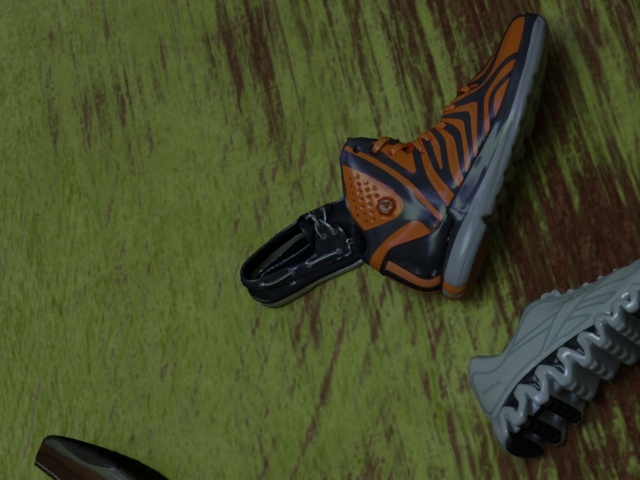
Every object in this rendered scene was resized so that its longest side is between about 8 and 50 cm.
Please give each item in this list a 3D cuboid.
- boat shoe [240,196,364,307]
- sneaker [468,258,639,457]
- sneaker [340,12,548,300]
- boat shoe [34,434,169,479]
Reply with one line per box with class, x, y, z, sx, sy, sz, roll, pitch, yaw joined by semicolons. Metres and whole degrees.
boat shoe;0.000;0.000;1.738;0.206;0.065;0.075;-35;56;11
sneaker;0.266;0.081;1.548;0.292;0.110;0.118;-41;49;8
sneaker;0.122;-0.110;1.658;0.180;0.124;0.321;19;80;13
boat shoe;-0.196;0.316;1.690;0.324;0.122;0.120;25;87;34
